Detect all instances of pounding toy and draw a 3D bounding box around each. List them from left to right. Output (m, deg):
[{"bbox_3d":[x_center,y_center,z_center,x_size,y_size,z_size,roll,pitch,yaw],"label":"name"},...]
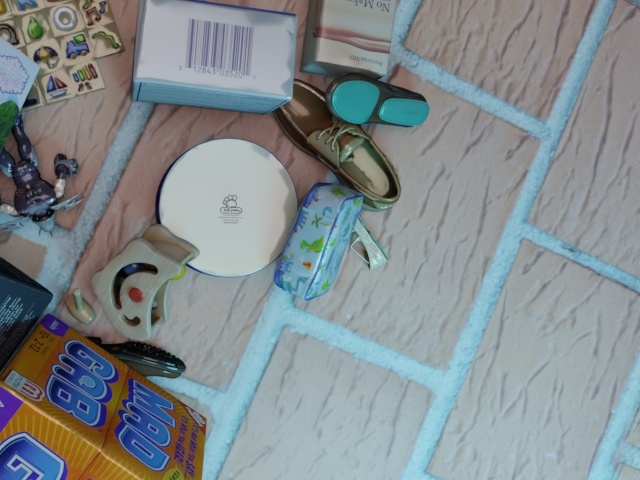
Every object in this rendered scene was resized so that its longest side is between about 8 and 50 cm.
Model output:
[{"bbox_3d":[-0.342,0.104,1.580,0.269,0.155,0.154,-38,96,31],"label":"pounding toy"}]

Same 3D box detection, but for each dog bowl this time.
[{"bbox_3d":[-0.178,-0.061,1.668,0.265,0.104,0.264,0,91,-13],"label":"dog bowl"}]

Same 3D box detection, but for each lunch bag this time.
[{"bbox_3d":[0.000,0.000,1.661,0.090,0.176,0.219,25,104,16],"label":"lunch bag"}]

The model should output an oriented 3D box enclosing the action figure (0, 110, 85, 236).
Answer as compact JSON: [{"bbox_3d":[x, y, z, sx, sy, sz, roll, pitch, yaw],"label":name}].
[{"bbox_3d":[-0.540,-0.136,1.590,0.185,0.099,0.285,-26,105,-18],"label":"action figure"}]

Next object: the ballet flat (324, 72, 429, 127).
[{"bbox_3d":[0.090,-0.270,1.691,0.280,0.096,0.095,7,116,-45],"label":"ballet flat"}]

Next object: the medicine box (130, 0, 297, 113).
[{"bbox_3d":[-0.198,-0.320,1.564,0.264,0.289,0.149,4,92,-13],"label":"medicine box"}]

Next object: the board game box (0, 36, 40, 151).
[{"bbox_3d":[-0.637,-0.235,1.376,0.319,0.066,0.318,38,58,-42],"label":"board game box"}]

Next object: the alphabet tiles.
[{"bbox_3d":[-0.538,-0.422,1.627,0.285,0.011,0.342,-20,96,-11],"label":"alphabet tiles"}]

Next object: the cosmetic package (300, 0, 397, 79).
[{"bbox_3d":[0.063,-0.468,1.705,0.153,0.129,0.296,7,90,-14],"label":"cosmetic package"}]

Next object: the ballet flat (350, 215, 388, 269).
[{"bbox_3d":[0.074,-0.013,1.754,0.052,0.057,0.168,-34,98,-2],"label":"ballet flat"}]

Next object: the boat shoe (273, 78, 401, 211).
[{"bbox_3d":[0.045,-0.190,1.710,0.324,0.120,0.122,43,81,-10],"label":"boat shoe"}]

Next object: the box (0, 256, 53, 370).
[{"bbox_3d":[-0.654,0.067,1.372,0.294,0.395,0.212,33,82,10],"label":"box"}]

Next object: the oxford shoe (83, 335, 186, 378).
[{"bbox_3d":[-0.368,0.241,1.649,0.227,0.083,0.096,8,100,-7],"label":"oxford shoe"}]

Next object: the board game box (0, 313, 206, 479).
[{"bbox_3d":[-0.439,0.403,1.450,0.356,0.356,0.356,37,96,-11],"label":"board game box"}]
